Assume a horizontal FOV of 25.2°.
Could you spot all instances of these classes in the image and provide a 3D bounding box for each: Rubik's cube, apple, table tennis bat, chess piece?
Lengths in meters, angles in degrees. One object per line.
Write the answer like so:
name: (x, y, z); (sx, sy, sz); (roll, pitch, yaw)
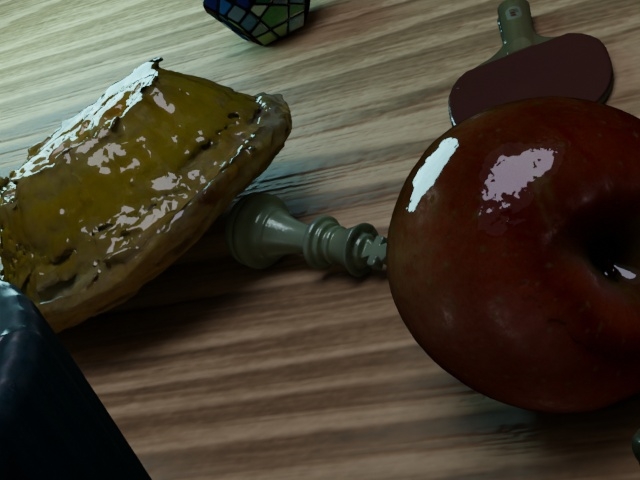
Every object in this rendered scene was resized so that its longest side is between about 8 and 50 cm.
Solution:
Rubik's cube: (-0.066, -0.272, 1.519); (0.112, 0.133, 0.133); (-57, 33, -3)
apple: (0.128, 0.009, 0.817); (0.181, 0.181, 0.168); (-39, 6, -24)
table tennis bat: (0.173, -0.145, 1.207); (0.138, 0.022, 0.246); (-18, 31, 14)
chess piece: (0.000, 0.000, 1.064); (0.149, 0.059, 0.059); (9, 43, 39)

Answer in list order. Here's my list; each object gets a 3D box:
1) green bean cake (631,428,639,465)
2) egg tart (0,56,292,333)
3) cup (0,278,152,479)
green bean cake: (0.254, 0.092, 0.606); (0.185, 0.094, 0.183); (-28, 8, -12)
egg tart: (-0.164, -0.050, 1.163); (0.315, 0.120, 0.315); (-33, 18, 12)
cup: (-0.181, 0.192, 0.622); (0.308, 0.292, 0.242); (-8, 33, 29)
